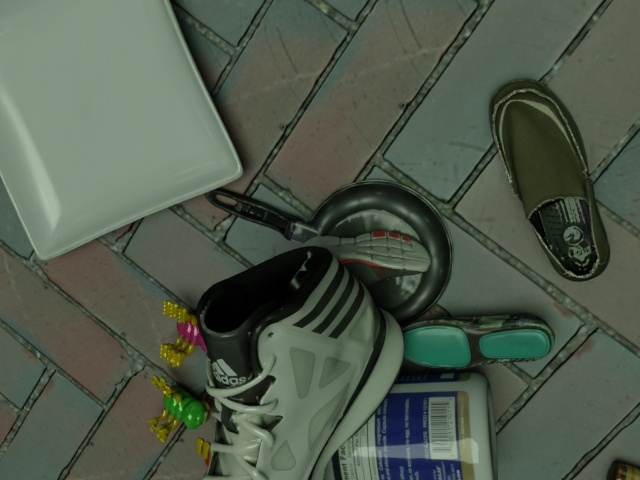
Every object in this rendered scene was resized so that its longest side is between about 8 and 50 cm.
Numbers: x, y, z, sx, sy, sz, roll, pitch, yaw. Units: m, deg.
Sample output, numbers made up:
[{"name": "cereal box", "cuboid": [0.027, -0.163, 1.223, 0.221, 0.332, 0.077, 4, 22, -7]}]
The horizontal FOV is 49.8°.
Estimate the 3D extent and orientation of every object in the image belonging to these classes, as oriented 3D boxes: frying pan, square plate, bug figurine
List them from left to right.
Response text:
[{"name": "square plate", "cuboid": [-0.309, -0.187, 0.929, 0.344, 0.049, 0.347, -21, 95, 19]}, {"name": "bug figurine", "cuboid": [-0.142, 0.198, 0.922, 0.216, 0.072, 0.279, 24, 111, 40]}, {"name": "frying pan", "cuboid": [0.020, -0.020, 0.878, 0.326, 0.053, 0.197, 41, 108, 1]}]

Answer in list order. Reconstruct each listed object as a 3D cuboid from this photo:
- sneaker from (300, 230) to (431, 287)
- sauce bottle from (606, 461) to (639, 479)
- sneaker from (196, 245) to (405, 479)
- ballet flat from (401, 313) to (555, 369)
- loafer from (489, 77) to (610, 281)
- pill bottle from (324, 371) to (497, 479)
[{"name": "sneaker", "cuboid": [0.054, 0.030, 0.834, 0.158, 0.061, 0.064, 3, 129, 13]}, {"name": "sauce bottle", "cuboid": [0.418, 0.310, 0.839, 0.128, 0.042, 0.042, 17, 106, 9]}, {"name": "sneaker", "cuboid": [-0.091, 0.196, 0.697, 0.169, 0.447, 0.257, 10, 150, 39]}, {"name": "ballet flat", "cuboid": [0.190, 0.121, 0.850, 0.188, 0.070, 0.070, -1, 101, 20]}, {"name": "loafer", "cuboid": [0.265, -0.065, 0.776, 0.094, 0.087, 0.251, -25, 94, 19]}, {"name": "pill bottle", "cuboid": [0.080, 0.245, 0.859, 0.265, 0.153, 0.153, -5, 100, 17]}]
